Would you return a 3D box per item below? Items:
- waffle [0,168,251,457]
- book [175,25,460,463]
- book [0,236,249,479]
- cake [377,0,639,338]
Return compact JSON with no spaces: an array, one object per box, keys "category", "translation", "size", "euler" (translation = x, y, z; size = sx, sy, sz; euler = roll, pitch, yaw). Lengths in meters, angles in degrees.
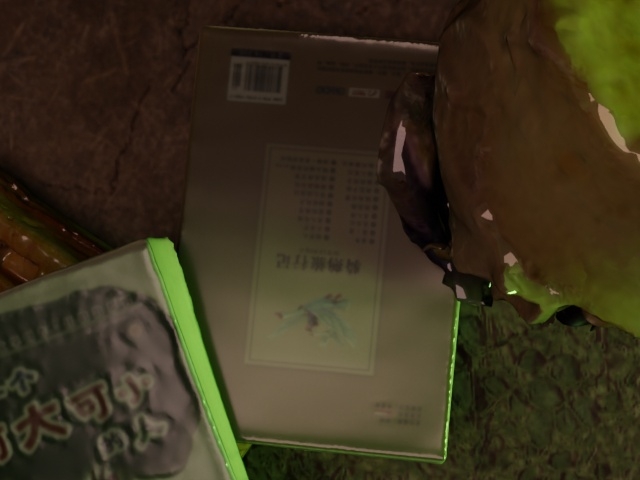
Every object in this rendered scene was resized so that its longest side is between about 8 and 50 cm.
[{"category":"waffle","translation":[-0.210,0.106,1.389],"size":[0.327,0.098,0.224],"euler":[34,103,11]},{"category":"book","translation":[0.000,0.000,1.289],"size":[0.217,0.021,0.310],"euler":[5,84,7]},{"category":"book","translation":[-0.168,0.210,1.273],"size":[0.260,0.043,0.371],"euler":[-21,89,16]},{"category":"cake","translation":[0.211,-0.060,1.161],"size":[0.332,0.332,0.321],"euler":[49,145,7]}]
